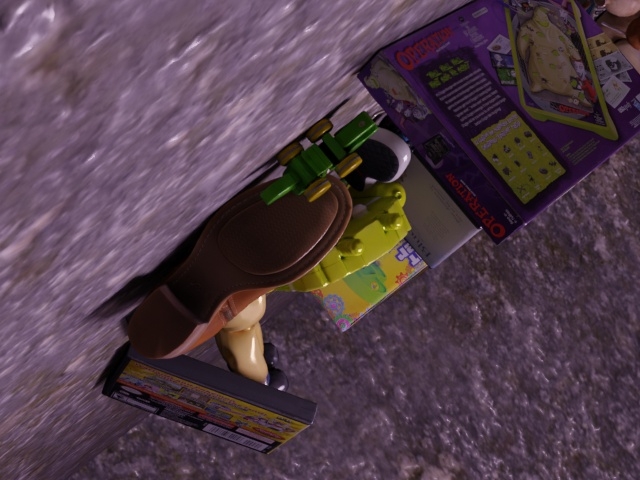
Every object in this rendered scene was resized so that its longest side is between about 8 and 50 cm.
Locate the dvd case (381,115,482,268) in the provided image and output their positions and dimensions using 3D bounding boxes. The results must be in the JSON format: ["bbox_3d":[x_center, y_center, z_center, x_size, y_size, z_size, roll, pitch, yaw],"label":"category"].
[{"bbox_3d":[0.123,-0.059,1.786,0.022,0.180,0.253,-40,176,-15],"label":"dvd case"}]

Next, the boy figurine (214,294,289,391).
[{"bbox_3d":[-0.112,0.122,1.950,0.092,0.177,0.285,-17,146,-6],"label":"boy figurine"}]

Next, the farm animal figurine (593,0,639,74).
[{"bbox_3d":[0.443,-0.304,1.906,0.330,0.172,0.327,-27,162,-52],"label":"farm animal figurine"}]

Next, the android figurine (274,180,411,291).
[{"bbox_3d":[0.000,0.000,1.678,0.248,0.056,0.273,-32,-166,-25],"label":"android figurine"}]

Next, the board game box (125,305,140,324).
[{"bbox_3d":[-0.182,0.077,1.700,0.126,0.026,0.186,-38,176,-11],"label":"board game box"}]

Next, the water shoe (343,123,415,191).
[{"bbox_3d":[0.074,-0.113,1.613,0.080,0.073,0.203,-41,-174,-14],"label":"water shoe"}]

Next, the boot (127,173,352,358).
[{"bbox_3d":[-0.080,0.026,1.493,0.283,0.109,0.220,-44,179,5],"label":"boot"}]

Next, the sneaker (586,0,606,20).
[{"bbox_3d":[0.406,-0.347,2.038,0.063,0.073,0.162,-3,138,-32],"label":"sneaker"}]

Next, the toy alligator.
[{"bbox_3d":[0.019,-0.095,1.365,0.189,0.056,0.051,-38,176,-5],"label":"toy alligator"}]

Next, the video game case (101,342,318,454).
[{"bbox_3d":[-0.165,0.228,1.971,0.248,0.275,0.035,133,-23,-65],"label":"video game case"}]

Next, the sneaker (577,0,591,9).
[{"bbox_3d":[0.361,-0.327,1.991,0.083,0.032,0.037,-35,174,-35],"label":"sneaker"}]

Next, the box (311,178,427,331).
[{"bbox_3d":[0.124,-0.039,2.054,0.290,0.177,0.279,-39,176,18],"label":"box"}]

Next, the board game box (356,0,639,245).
[{"bbox_3d":[0.202,-0.147,1.360,0.056,0.208,0.347,-38,177,42],"label":"board game box"}]
